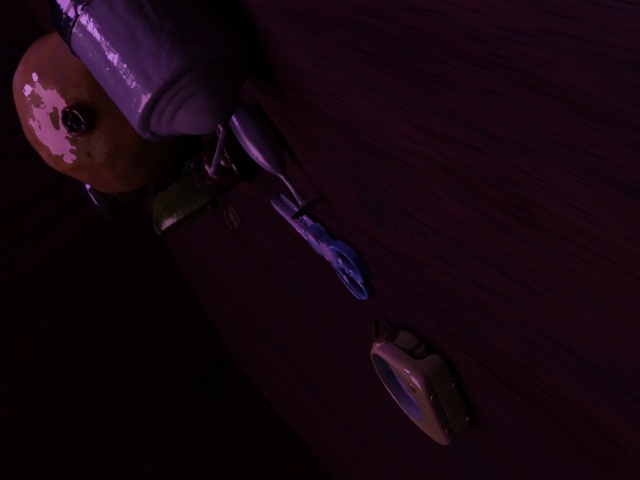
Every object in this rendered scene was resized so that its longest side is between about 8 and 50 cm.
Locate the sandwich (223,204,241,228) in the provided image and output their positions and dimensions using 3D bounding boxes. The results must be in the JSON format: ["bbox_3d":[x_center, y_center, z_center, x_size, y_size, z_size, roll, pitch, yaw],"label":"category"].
[{"bbox_3d":[-0.205,-0.049,2.246,0.044,0.031,0.083,57,169,15],"label":"sandwich"}]

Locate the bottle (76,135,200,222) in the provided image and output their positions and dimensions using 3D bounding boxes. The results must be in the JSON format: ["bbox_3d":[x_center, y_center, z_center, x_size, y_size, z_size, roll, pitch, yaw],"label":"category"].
[{"bbox_3d":[-0.396,-0.166,2.118,0.156,0.271,0.143,58,168,-16],"label":"bottle"}]

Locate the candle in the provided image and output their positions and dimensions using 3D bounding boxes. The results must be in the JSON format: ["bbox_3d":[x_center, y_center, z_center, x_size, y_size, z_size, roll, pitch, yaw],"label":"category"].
[{"bbox_3d":[-0.230,-0.281,1.408,0.342,0.221,0.221,50,166,11],"label":"candle"}]

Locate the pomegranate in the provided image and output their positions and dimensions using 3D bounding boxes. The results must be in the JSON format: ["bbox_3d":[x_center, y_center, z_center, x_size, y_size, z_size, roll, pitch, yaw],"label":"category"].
[{"bbox_3d":[-0.356,-0.245,1.661,0.332,0.332,0.332,52,166,19],"label":"pomegranate"}]

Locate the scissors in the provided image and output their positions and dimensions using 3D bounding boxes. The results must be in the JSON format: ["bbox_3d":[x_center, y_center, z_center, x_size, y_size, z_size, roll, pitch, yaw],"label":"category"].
[{"bbox_3d":[0.000,0.000,1.642,0.256,0.030,0.125,44,163,32],"label":"scissors"}]

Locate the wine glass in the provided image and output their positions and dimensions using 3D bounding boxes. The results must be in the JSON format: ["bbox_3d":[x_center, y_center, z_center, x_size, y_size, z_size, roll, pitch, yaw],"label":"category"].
[{"bbox_3d":[-0.076,-0.130,1.547,0.198,0.066,0.066,55,167,10],"label":"wine glass"}]

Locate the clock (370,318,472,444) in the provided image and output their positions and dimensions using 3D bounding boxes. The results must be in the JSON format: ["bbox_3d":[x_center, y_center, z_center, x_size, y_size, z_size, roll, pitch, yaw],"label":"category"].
[{"bbox_3d":[0.145,0.216,1.562,0.232,0.069,0.170,39,159,54],"label":"clock"}]

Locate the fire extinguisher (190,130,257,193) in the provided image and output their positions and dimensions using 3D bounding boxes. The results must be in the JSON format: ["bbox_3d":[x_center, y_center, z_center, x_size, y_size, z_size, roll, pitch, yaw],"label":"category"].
[{"bbox_3d":[-0.182,-0.154,1.756,0.141,0.105,0.341,56,169,-5],"label":"fire extinguisher"}]

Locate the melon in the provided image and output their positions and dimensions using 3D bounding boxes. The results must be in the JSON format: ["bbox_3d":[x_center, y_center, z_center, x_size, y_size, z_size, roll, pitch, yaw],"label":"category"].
[{"bbox_3d":[-0.345,-0.102,2.318,0.129,0.169,0.265,58,165,0],"label":"melon"}]
